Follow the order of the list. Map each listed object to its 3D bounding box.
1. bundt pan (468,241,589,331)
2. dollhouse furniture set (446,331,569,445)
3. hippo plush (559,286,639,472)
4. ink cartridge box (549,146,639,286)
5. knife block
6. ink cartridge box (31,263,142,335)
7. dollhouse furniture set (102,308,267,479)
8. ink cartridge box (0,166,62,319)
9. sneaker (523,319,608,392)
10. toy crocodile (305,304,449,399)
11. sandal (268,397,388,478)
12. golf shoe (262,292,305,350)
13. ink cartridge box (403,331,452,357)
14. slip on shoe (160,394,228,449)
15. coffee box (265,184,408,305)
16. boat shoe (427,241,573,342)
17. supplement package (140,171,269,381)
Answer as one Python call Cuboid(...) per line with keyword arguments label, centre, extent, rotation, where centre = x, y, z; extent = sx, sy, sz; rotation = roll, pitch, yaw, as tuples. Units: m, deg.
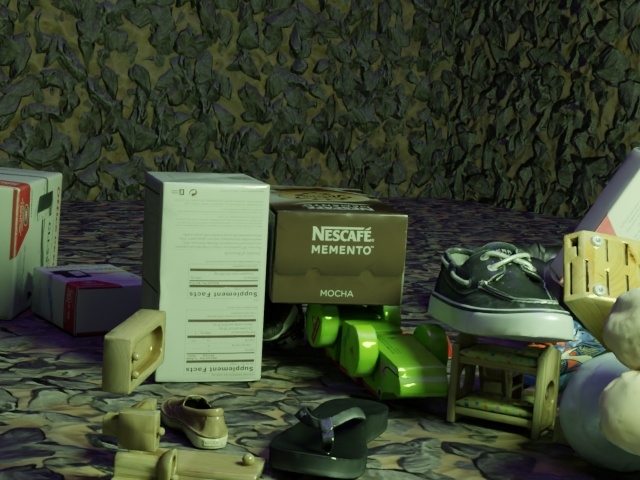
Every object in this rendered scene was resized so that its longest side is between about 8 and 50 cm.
Cuboid(label="bundt pan", centre=(0.360, 0.076, 2.100), extent=(0.331, 0.124, 0.331), rotation=(5, 7, -1))
Cuboid(label="dollhouse furniture set", centre=(0.262, 0.158, 1.486), extent=(0.182, 0.101, 0.161), rotation=(8, 8, 29))
Cuboid(label="hippo plush", centre=(0.350, 0.121, 1.281), extent=(0.294, 0.234, 0.236), rotation=(-26, 5, -20))
Cuboid(label="ink cartridge box", centre=(0.473, 0.042, 1.685), extent=(0.283, 0.207, 0.117), rotation=(34, 8, -3))
Cuboid(label="knife block", centre=(0.375, 0.108, 1.489), extent=(0.275, 0.088, 0.242), rotation=(11, -35, -7))
Cuboid(label="ink cartridge box", centre=(-0.328, 0.083, 1.879), extent=(0.127, 0.072, 0.175), rotation=(-2, 10, -33))
Cuboid(label="dollhouse furniture set", centre=(-0.118, 0.150, 1.178), extent=(0.123, 0.151, 0.144), rotation=(5, 10, 8))
Cuboid(label="ink cartridge box", centre=(-0.482, -0.002, 1.981), extent=(0.114, 0.197, 0.273), rotation=(5, 8, 0))
Cuboid(label="sneaker", centre=(0.303, 0.144, 1.675), extent=(0.221, 0.087, 0.083), rotation=(-1, 8, -36))
Cuboid(label="toy crocodile", centre=(0.066, 0.137, 1.617), extent=(0.115, 0.105, 0.340), rotation=(-1, 13, -21))
Cuboid(label="sandal", centre=(0.009, 0.187, 1.319), extent=(0.097, 0.054, 0.254), rotation=(5, 7, 10))
Cuboid(label="golf shoe", centre=(-0.050, 0.110, 1.751), extent=(0.077, 0.094, 0.198), rotation=(-22, 12, 8))
Cuboid(label="ink cartridge box", centre=(0.098, 0.130, 1.857), extent=(0.179, 0.045, 0.145), rotation=(1, 8, 1))
Cuboid(label="slip on shoe", centre=(-0.132, 0.180, 1.357), extent=(0.051, 0.041, 0.135), rotation=(1, 8, -21))
Cuboid(label="coffee box", centre=(0.000, 0.000, 1.718), extent=(0.168, 0.119, 0.297), rotation=(2, 8, -11))
Cuboid(label="boat shoe", centre=(0.201, 0.053, 1.464), extent=(0.108, 0.102, 0.301), rotation=(6, 2, -11))
Cuboid(label="supplement package", centre=(-0.147, 0.043, 1.618), extent=(0.134, 0.244, 0.139), rotation=(1, 9, -17))
